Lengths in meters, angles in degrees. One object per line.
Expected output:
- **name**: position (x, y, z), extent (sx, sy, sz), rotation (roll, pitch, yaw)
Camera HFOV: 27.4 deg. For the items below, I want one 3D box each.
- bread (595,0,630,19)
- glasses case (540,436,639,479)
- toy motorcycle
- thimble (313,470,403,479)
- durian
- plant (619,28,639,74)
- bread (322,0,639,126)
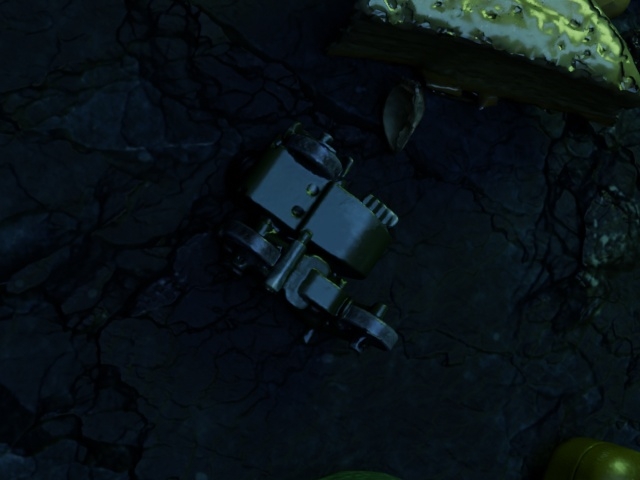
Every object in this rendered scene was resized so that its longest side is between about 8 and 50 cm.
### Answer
- **bread**: position (0.351, -0.317, 1.704), extent (0.115, 0.082, 0.056), rotation (5, 54, -24)
- **glasses case**: position (0.341, 0.442, 1.650), extent (0.173, 0.141, 0.371), rotation (24, 81, -36)
- **toy motorcycle**: position (0.000, 0.000, 1.556), extent (0.275, 0.127, 0.205), rotation (37, 76, -10)
- **thimble**: position (0.056, 0.380, 1.551), extent (0.219, 0.150, 0.219), rotation (0, 89, -20)
- **durian**: position (0.098, -0.157, 1.601), extent (0.052, 0.130, 0.066), rotation (22, 53, 3)
- **plant**: position (0.428, -0.250, 1.742), extent (0.174, 0.085, 0.087), rotation (-20, 121, -25)
- **bread**: position (0.190, -0.215, 1.559), extent (0.279, 0.248, 0.315), rotation (-34, 88, -12)
